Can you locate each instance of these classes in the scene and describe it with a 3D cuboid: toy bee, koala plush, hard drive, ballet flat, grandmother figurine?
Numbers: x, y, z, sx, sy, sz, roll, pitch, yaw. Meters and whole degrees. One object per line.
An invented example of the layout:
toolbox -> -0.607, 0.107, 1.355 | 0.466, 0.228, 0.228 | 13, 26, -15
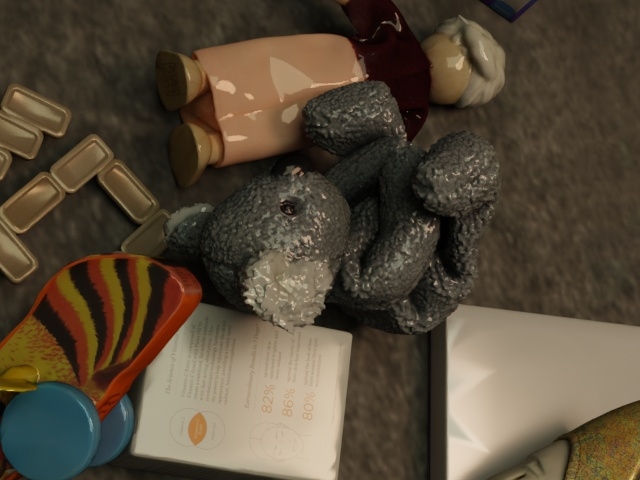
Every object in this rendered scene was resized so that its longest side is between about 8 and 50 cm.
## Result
toy bee -> -0.223, 0.119, 0.877 | 0.162, 0.195, 0.298 | 30, 72, 8
koala plush -> 0.000, 0.000, 0.987 | 0.221, 0.196, 0.203 | -14, 122, -33
hard drive -> 0.252, 0.180, 1.140 | 0.319, 0.040, 0.210 | 8, 72, -19
ballet flat -> 0.158, 0.264, 1.008 | 0.123, 0.123, 0.348 | 32, 84, -9
grandmother figurine -> 0.024, -0.149, 1.126 | 0.342, 0.104, 0.207 | -11, 106, -26

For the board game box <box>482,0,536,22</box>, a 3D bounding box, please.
board game box -> 0.119, -0.417, 1.246 | 0.347, 0.078, 0.233 | 33, 66, -9

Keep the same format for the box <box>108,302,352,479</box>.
box -> -0.073, 0.130, 1.003 | 0.170, 0.091, 0.130 | 13, 71, -18

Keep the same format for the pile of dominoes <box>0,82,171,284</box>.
pile of dominoes -> -0.263, 0.000, 1.005 | 0.196, 0.040, 0.251 | 50, 58, -8
